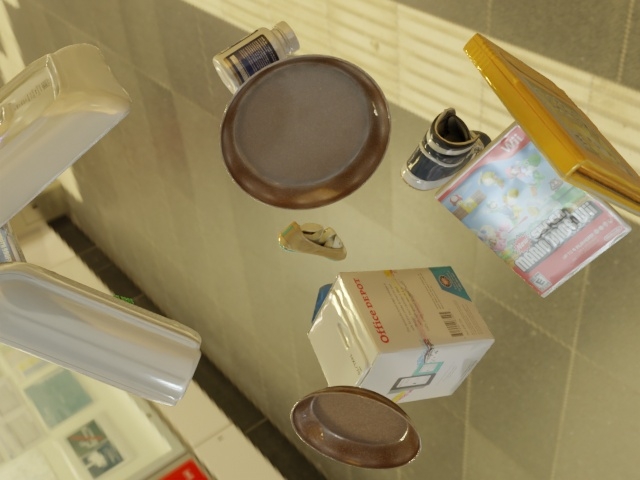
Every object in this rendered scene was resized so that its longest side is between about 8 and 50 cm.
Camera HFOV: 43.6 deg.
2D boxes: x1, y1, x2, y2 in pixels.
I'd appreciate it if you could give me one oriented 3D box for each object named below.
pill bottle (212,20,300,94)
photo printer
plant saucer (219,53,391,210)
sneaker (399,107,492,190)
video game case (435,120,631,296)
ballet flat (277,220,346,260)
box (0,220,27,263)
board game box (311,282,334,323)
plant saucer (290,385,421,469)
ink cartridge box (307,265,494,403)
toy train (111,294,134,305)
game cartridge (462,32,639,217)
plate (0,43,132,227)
[{"bbox_3d":[-0.131,-0.384,1.666,0.094,0.169,0.094,53,171,12],"label":"pill bottle"},{"bbox_3d":[-0.322,0.120,1.099,0.308,0.107,0.256,24,172,-9],"label":"photo printer"},{"bbox_3d":[-0.028,-0.196,1.434,0.050,0.311,0.310,-107,9,-52],"label":"plant saucer"},{"bbox_3d":[0.292,-0.203,1.634,0.099,0.282,0.153,47,136,18],"label":"sneaker"},{"bbox_3d":[0.376,-0.052,1.419,0.285,0.025,0.204,41,116,-10],"label":"video game case"},{"bbox_3d":[0.000,0.000,1.858,0.073,0.232,0.080,-53,57,21],"label":"ballet flat"},{"bbox_3d":[-0.772,-0.001,1.761,0.056,0.183,0.231,-125,20,-61],"label":"box"},{"bbox_3d":[0.035,0.201,2.181,0.133,0.168,0.033,23,155,-22],"label":"board game box"},{"bbox_3d":[0.055,0.272,1.185,0.199,0.036,0.198,12,137,11],"label":"plant saucer"},{"bbox_3d":[0.151,0.189,1.577,0.198,0.270,0.197,65,143,36],"label":"ink cartridge box"},{"bbox_3d":[-0.489,0.151,1.978,0.023,0.017,0.083,50,-170,27],"label":"toy train"},{"bbox_3d":[0.404,-0.193,1.336,0.052,0.285,0.323,-45,51,27],"label":"game cartridge"},{"bbox_3d":[-0.322,-0.090,0.791,0.045,0.278,0.277,50,179,-32],"label":"plate"}]
